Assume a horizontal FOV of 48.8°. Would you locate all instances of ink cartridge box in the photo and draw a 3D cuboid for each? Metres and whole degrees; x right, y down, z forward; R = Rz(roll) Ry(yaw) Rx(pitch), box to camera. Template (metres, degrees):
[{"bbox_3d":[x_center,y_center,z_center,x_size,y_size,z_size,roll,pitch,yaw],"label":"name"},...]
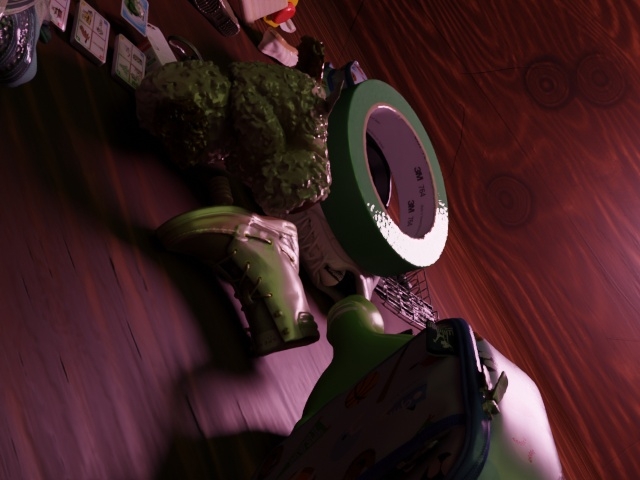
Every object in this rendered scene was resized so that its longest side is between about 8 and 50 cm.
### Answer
[{"bbox_3d":[-0.236,-0.263,1.024,0.115,0.029,0.063,60,17,10],"label":"ink cartridge box"}]

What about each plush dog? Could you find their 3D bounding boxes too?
[{"bbox_3d":[-0.114,-0.159,0.871,0.225,0.211,0.262,3,18,-22],"label":"plush dog"}]

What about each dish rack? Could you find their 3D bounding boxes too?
[{"bbox_3d":[0.135,0.061,1.382,0.208,0.074,0.271,33,32,-29],"label":"dish rack"}]

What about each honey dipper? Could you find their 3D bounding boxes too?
[{"bbox_3d":[-0.119,-0.015,0.921,0.030,0.030,0.161,35,30,-52],"label":"honey dipper"}]

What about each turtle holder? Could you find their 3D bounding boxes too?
[{"bbox_3d":[0.086,0.226,0.797,0.320,0.243,0.227,31,-8,23],"label":"turtle holder"}]

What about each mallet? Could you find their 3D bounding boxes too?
[{"bbox_3d":[0.179,0.073,1.600,0.062,0.039,0.190,54,13,-6],"label":"mallet"}]

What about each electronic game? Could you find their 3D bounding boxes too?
[{"bbox_3d":[0.046,-0.091,1.262,0.048,0.229,0.229,12,-25,47],"label":"electronic game"}]

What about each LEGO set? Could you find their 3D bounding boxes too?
[{"bbox_3d":[-0.307,-0.323,0.930,0.182,0.060,0.244,39,37,-48],"label":"LEGO set"}]

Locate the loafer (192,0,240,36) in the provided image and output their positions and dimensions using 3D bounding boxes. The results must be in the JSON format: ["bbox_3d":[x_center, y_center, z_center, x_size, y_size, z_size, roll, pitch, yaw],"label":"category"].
[{"bbox_3d":[-0.214,-0.470,1.405,0.148,0.056,0.050,54,14,-49],"label":"loafer"}]

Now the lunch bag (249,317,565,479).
[{"bbox_3d":[0.040,0.199,0.520,0.115,0.303,0.243,43,20,-6],"label":"lunch bag"}]

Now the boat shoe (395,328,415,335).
[{"bbox_3d":[0.194,0.228,1.352,0.142,0.040,0.049,52,18,-20],"label":"boat shoe"}]

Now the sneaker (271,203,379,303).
[{"bbox_3d":[0.000,0.000,1.116,0.292,0.110,0.118,50,28,-24],"label":"sneaker"}]

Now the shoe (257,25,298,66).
[{"bbox_3d":[-0.099,-0.465,1.725,0.076,0.058,0.219,41,10,12],"label":"shoe"}]

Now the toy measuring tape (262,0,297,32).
[{"bbox_3d":[-0.099,-0.635,1.901,0.121,0.121,0.330,60,17,5],"label":"toy measuring tape"}]

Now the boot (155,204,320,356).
[{"bbox_3d":[-0.087,0.051,0.817,0.213,0.077,0.165,9,61,-52],"label":"boot"}]

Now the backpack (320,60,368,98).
[{"bbox_3d":[0.019,-0.220,1.386,0.276,0.213,0.263,58,27,-12],"label":"backpack"}]

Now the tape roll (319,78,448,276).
[{"bbox_3d":[0.106,-0.102,1.171,0.321,0.077,0.321,30,51,-46],"label":"tape roll"}]

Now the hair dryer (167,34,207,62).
[{"bbox_3d":[-0.118,-0.209,1.156,0.293,0.080,0.224,48,10,-53],"label":"hair dryer"}]

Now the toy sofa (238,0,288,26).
[{"bbox_3d":[-0.226,-0.680,1.622,0.150,0.177,0.363,86,-22,-72],"label":"toy sofa"}]

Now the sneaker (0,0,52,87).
[{"bbox_3d":[-0.322,-0.253,0.692,0.122,0.110,0.283,66,9,-48],"label":"sneaker"}]
